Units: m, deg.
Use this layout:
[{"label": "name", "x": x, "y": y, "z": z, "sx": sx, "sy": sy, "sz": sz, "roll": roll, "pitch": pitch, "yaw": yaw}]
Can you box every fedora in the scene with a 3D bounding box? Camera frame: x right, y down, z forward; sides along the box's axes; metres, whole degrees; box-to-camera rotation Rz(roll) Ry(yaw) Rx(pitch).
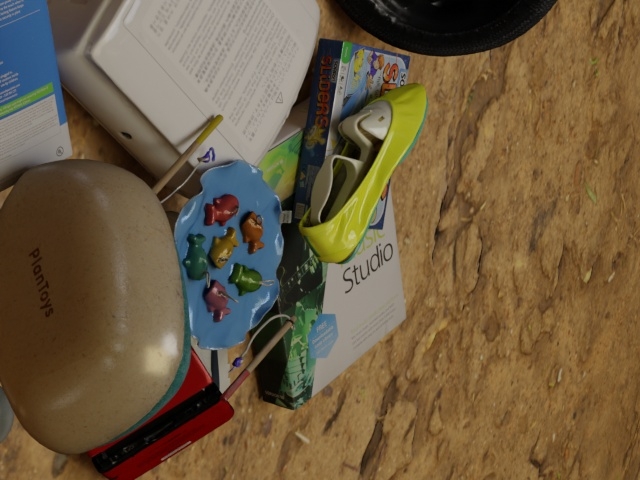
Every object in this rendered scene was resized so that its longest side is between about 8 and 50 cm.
[{"label": "fedora", "x": 0.140, "y": -0.379, "z": 1.779, "sx": 0.152, "sy": 0.334, "sz": 0.334, "roll": -81, "pitch": 162, "yaw": -58}]

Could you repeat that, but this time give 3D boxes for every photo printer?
[{"label": "photo printer", "x": -0.124, "y": -0.196, "z": 1.547, "sx": 0.307, "sy": 0.107, "sz": 0.256, "roll": 47, "pitch": 63, "yaw": -51}]

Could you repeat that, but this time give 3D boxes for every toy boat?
[{"label": "toy boat", "x": -0.235, "y": 0.081, "z": 1.354, "sx": 0.148, "sy": 0.318, "sz": 0.267, "roll": 29, "pitch": 37, "yaw": -48}]

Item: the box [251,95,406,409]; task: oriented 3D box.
[{"label": "box", "x": 0.000, "y": 0.000, "z": 1.829, "sx": 0.232, "sy": 0.058, "sz": 0.322, "roll": -37, "pitch": 127, "yaw": -43}]

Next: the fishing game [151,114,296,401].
[{"label": "fishing game", "x": -0.081, "y": 0.016, "z": 1.543, "sx": 0.189, "sy": 0.041, "sz": 0.264, "roll": -48, "pitch": 134, "yaw": -41}]

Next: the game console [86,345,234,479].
[{"label": "game console", "x": -0.174, "y": 0.166, "z": 1.605, "sx": 0.144, "sy": 0.085, "sz": 0.124, "roll": -31, "pitch": 159, "yaw": -4}]

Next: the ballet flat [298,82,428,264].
[{"label": "ballet flat", "x": 0.042, "y": -0.085, "z": 1.695, "sx": 0.077, "sy": 0.077, "sz": 0.231, "roll": 38, "pitch": 70, "yaw": -34}]

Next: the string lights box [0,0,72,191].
[{"label": "string lights box", "x": -0.296, "y": -0.173, "z": 1.337, "sx": 0.133, "sy": 0.077, "sz": 0.259, "roll": -33, "pitch": 127, "yaw": -46}]

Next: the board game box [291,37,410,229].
[{"label": "board game box", "x": 0.035, "y": -0.114, "z": 1.764, "sx": 0.136, "sy": 0.035, "sz": 0.201, "roll": 1, "pitch": 99, "yaw": -55}]

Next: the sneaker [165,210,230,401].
[{"label": "sneaker", "x": -0.150, "y": 0.086, "z": 1.628, "sx": 0.095, "sy": 0.090, "sz": 0.235, "roll": -20, "pitch": 115, "yaw": -36}]
